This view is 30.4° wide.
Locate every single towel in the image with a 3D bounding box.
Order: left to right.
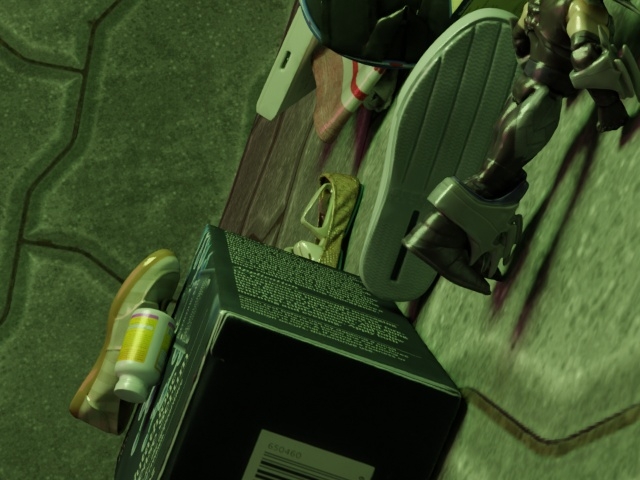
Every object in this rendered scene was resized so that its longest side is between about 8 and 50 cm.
[{"bbox_3d":[0.086,-0.314,1.631,0.329,0.037,0.237,-53,22,27],"label":"towel"}]

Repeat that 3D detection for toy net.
[{"bbox_3d":[0.070,-0.238,1.706,0.232,0.045,0.122,-89,23,-60],"label":"toy net"}]

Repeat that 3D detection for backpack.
[{"bbox_3d":[0.084,-0.310,1.230,0.213,0.277,0.263,-9,-73,-86],"label":"backpack"}]

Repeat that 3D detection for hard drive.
[{"bbox_3d":[0.010,-0.327,1.891,0.203,0.040,0.307,-63,-9,32],"label":"hard drive"}]

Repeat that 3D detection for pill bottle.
[{"bbox_3d":[-0.167,0.108,1.102,0.043,0.043,0.083,128,160,-58],"label":"pill bottle"}]

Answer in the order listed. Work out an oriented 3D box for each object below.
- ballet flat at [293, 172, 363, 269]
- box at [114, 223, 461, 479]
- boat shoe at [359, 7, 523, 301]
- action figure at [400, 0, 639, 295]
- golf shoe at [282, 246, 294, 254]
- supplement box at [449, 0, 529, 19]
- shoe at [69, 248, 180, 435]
[{"bbox_3d":[0.000,0.000,1.550,0.073,0.067,0.206,-44,28,58],"label":"ballet flat"},{"bbox_3d":[-0.055,0.181,1.105,0.395,0.212,0.293,-123,54,-78],"label":"box"},{"bbox_3d":[0.105,-0.084,1.093,0.094,0.109,0.302,-84,15,-59],"label":"boat shoe"},{"bbox_3d":[0.163,-0.102,0.879,0.285,0.099,0.185,-63,5,13],"label":"action figure"},{"bbox_3d":[-0.070,0.079,1.598,0.069,0.086,0.176,-77,-4,-51],"label":"golf shoe"},{"bbox_3d":[0.172,-0.241,1.078,0.083,0.083,0.056,128,147,-58],"label":"supplement box"},{"bbox_3d":[-0.193,0.109,1.235,0.076,0.058,0.219,-14,-45,-63],"label":"shoe"}]
